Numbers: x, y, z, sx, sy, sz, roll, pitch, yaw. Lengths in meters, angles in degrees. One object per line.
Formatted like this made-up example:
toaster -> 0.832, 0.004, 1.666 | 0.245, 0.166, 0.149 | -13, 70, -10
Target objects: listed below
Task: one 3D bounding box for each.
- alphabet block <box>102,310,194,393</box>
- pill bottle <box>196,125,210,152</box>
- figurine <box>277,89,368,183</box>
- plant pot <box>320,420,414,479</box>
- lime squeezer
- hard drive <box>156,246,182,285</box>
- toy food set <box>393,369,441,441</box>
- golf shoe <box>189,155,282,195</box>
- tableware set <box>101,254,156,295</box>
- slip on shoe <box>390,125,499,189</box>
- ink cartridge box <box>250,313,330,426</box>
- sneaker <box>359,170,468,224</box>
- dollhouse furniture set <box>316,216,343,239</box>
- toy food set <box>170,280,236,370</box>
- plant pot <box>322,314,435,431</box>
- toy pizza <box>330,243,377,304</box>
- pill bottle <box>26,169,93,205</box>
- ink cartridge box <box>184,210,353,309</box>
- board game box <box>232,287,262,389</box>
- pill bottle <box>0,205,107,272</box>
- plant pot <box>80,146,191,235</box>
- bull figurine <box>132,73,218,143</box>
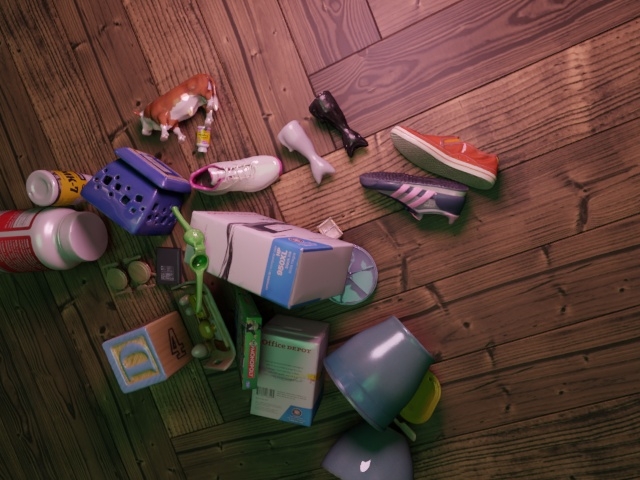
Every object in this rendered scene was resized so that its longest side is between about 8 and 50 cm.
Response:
alphabet block -> -0.588, 0.383, 1.456 | 0.192, 0.197, 0.193 | -20, 92, 14
pill bottle -> -0.393, -0.339, 1.402 | 0.043, 0.043, 0.083 | 8, 99, 12
figurine -> 0.008, -0.311, 1.297 | 0.215, 0.092, 0.209 | -39, 91, 15
plant pot -> 0.172, 0.683, 1.304 | 0.290, 0.290, 0.195 | 27, 65, 8
lime squeezer -> -0.352, 0.038, 1.139 | 0.110, 0.059, 0.310 | -22, 81, 30
hard drive -> -0.544, 0.091, 1.500 | 0.094, 0.022, 0.135 | 3, 98, 13
toy food set -> 0.312, 0.506, 1.338 | 0.128, 0.071, 0.217 | 31, 101, 32
golf shoe -> -0.276, -0.206, 1.344 | 0.306, 0.140, 0.115 | -12, 92, 13
tableware set -> -0.697, 0.123, 1.532 | 0.194, 0.039, 0.128 | -14, 105, 20
slip on shoe -> 0.359, -0.257, 1.214 | 0.331, 0.123, 0.101 | 25, 80, 9
ink cartridge box -> -0.091, 0.404, 1.344 | 0.198, 0.197, 0.270 | 8, 99, 12
sneaker -> 0.264, -0.126, 1.248 | 0.319, 0.112, 0.131 | 13, 117, 18
dollhouse furniture set -> 0.000, 0.000, 1.365 | 0.152, 0.058, 0.076 | -38, 80, -5
toy food set -> -0.405, 0.284, 1.394 | 0.220, 0.092, 0.306 | -22, 92, 55
plant pot -> 0.192, 0.375, 1.257 | 0.255, 0.271, 0.271 | -42, 86, -1
toy pizza -> 0.085, 0.109, 1.354 | 0.201, 0.032, 0.201 | 1, 96, 14
pill bottle -> -0.883, -0.181, 1.448 | 0.119, 0.208, 0.119 | 2, 98, 13
ink cartridge box -> -0.149, 0.037, 1.214 | 0.395, 0.285, 0.166 | 18, 101, 29
board game box -> -0.236, 0.293, 1.314 | 0.046, 0.317, 0.213 | 3, 98, -17
pill bottle -> -0.989, -0.003, 1.485 | 0.408, 0.229, 0.229 | -3, 96, 13
plant pot -> -0.584, -0.164, 1.377 | 0.236, 0.236, 0.212 | 36, 96, 6
bull figurine -> -0.469, -0.421, 1.364 | 0.310, 0.101, 0.188 | -33, 69, 10
